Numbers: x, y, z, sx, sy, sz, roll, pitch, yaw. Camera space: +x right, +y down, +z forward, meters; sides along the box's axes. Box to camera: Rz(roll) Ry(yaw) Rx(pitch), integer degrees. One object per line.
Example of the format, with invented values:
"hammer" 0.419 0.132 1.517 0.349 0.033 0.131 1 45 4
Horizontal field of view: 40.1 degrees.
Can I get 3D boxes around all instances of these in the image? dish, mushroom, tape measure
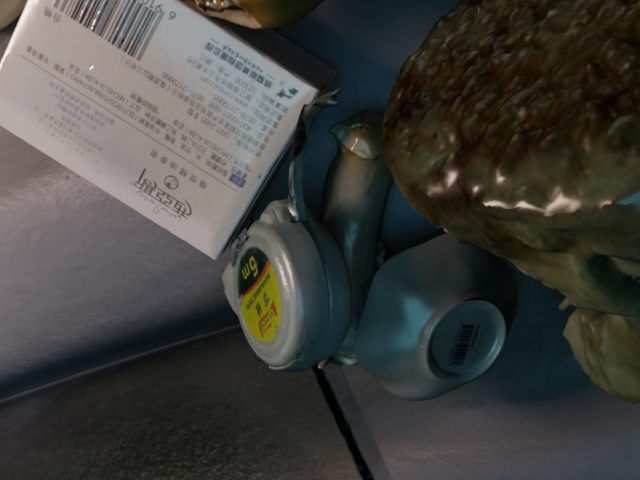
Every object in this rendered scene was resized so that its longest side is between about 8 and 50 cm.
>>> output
"dish" 0.130 0.088 0.869 0.191 0.066 0.190 -9 114 -22
"mushroom" 0.030 0.005 0.890 0.099 0.096 0.278 9 108 5
"tape measure" 0.000 -0.001 0.773 0.164 0.084 0.330 62 145 20

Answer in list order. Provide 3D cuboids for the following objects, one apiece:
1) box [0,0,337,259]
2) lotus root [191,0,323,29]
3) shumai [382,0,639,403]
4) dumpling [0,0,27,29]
"box" -0.154 -0.144 0.851 0.274 0.116 0.203 32 112 -2
"lotus root" -0.009 -0.333 0.727 0.169 0.151 0.342 31 90 -20
"shumai" 0.293 -0.066 0.720 0.395 0.395 0.348 -35 124 20
"dumpling" -0.340 -0.275 0.818 0.250 0.162 0.132 -36 62 18
